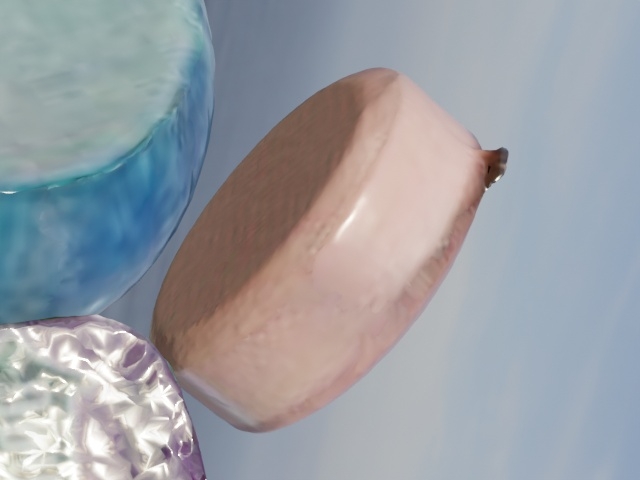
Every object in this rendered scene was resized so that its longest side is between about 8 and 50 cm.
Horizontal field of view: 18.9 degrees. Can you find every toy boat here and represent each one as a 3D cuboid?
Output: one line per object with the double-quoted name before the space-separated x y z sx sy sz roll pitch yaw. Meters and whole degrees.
"toy boat" -0.167 -0.084 0.778 0.330 0.215 0.123 51 -35 31

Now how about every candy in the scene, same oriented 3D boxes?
"candy" 0.000 0.000 1.203 0.255 0.094 0.255 -44 -161 20

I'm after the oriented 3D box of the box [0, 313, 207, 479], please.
"box" -0.119 0.112 0.694 0.345 0.097 0.134 153 -75 -72
